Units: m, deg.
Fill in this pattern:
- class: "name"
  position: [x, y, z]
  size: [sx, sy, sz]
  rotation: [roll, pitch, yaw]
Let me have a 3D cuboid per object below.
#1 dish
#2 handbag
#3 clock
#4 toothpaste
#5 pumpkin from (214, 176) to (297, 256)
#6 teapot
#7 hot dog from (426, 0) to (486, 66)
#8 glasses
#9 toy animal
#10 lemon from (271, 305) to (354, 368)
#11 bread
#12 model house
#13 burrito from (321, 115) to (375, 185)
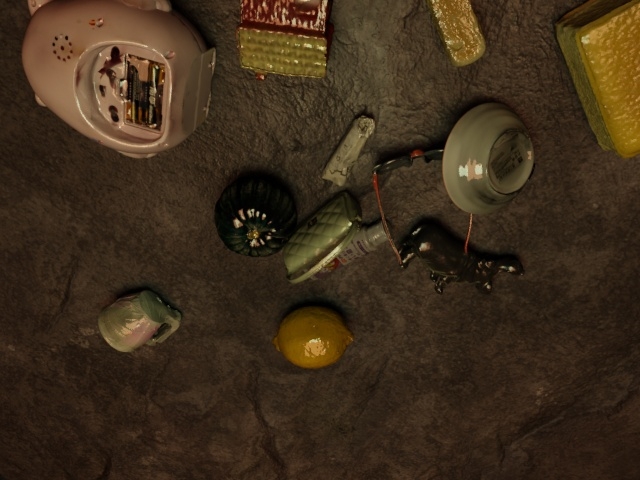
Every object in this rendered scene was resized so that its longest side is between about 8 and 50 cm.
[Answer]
- class: "dish"
  position: [0.405, -0.179, 1.096]
  size: [0.260, 0.085, 0.260]
  rotation: [-7, 106, -24]
- class: "handbag"
  position: [0.000, 0.000, 1.250]
  size: [0.256, 0.219, 0.079]
  rotation: [-37, 115, 24]
- class: "clock"
  position: [-0.445, -0.361, 1.046]
  size: [0.376, 0.251, 0.368]
  rotation: [14, 123, -4]
- class: "toothpaste"
  position: [0.062, 0.029, 1.357]
  size: [0.299, 0.073, 0.114]
  rotation: [-27, 127, 27]
- class: "pumpkin"
  position: [-0.168, -0.059, 1.264]
  size: [0.220, 0.162, 0.221]
  rotation: [-1, 132, -1]
- class: "teapot"
  position: [-0.552, 0.260, 1.509]
  size: [0.178, 0.163, 0.222]
  rotation: [-31, 114, 15]
- class: "hot dog"
  position: [0.267, -0.483, 1.000]
  size: [0.084, 0.073, 0.243]
  rotation: [-25, 114, 16]
- class: "glasses"
  position: [0.257, -0.085, 1.172]
  size: [0.234, 0.118, 0.269]
  rotation: [-11, 90, 10]
- class: "toy animal"
  position: [0.374, 0.066, 1.324]
  size: [0.343, 0.106, 0.168]
  rotation: [20, 115, -14]
- class: "lemon"
  position: [-0.024, 0.289, 1.455]
  size: [0.256, 0.188, 0.188]
  rotation: [-4, 122, 13]
- class: "bread"
  position: [0.698, -0.376, 0.983]
  size: [0.323, 0.143, 0.333]
  rotation: [-26, 116, 22]
- class: "model house"
  position: [-0.066, -0.454, 1.005]
  size: [0.195, 0.160, 0.254]
  rotation: [9, 125, 0]
- class: "burrito"
  position: [0.070, -0.218, 1.198]
  size: [0.064, 0.064, 0.203]
  rotation: [25, 123, -10]
